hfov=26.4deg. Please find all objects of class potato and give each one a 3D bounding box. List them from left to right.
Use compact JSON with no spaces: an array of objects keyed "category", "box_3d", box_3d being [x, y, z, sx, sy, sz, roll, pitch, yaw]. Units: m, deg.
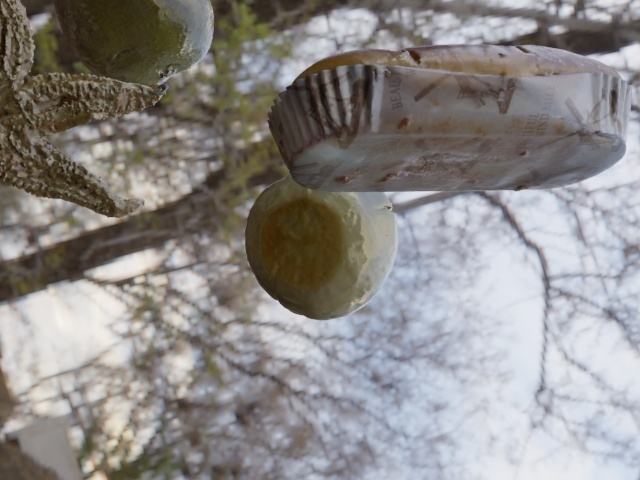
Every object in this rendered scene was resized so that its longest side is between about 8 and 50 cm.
[{"category":"potato","box_3d":[-0.230,-0.292,1.585,0.251,0.174,0.159,63,-3,-31]}]

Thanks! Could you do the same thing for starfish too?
[{"category":"starfish","box_3d":[-0.294,-0.131,1.296,0.060,0.302,0.299,1,-107,70]}]

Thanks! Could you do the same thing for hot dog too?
[{"category":"hot dog","box_3d":[0.097,-0.085,0.945,0.144,0.267,0.075,132,-45,-55]}]

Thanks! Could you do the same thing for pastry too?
[{"category":"pastry","box_3d":[0.000,0.000,1.354,0.092,0.156,0.156,-6,78,-75]}]
